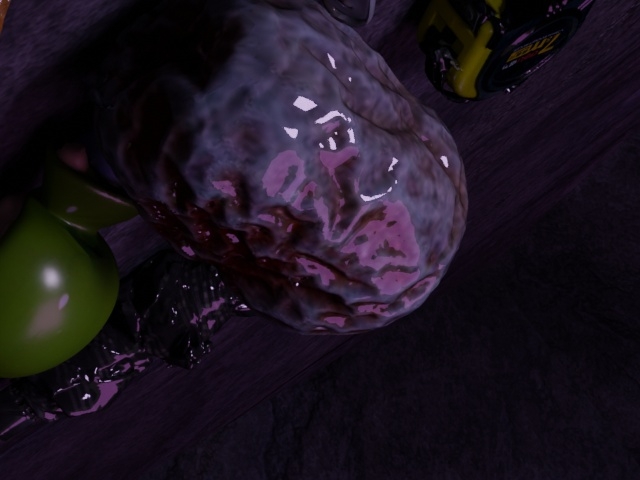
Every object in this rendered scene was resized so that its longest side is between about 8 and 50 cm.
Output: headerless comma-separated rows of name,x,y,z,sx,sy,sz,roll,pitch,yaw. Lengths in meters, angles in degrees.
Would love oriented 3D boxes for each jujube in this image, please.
jujube,-0.029,-0.062,1.429,0.226,0.226,0.317,-39,131,15

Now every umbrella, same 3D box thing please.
umbrella,-0.222,0.121,2.078,0.337,0.128,0.154,-32,172,-10

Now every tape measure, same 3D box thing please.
tape measure,0.177,-0.225,1.888,0.199,0.112,0.186,-25,159,-29

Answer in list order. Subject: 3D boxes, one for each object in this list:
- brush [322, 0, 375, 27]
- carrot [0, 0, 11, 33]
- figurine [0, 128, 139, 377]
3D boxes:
brush,0.046,-0.247,1.507,0.060,0.068,0.297,-57,179,-15
carrot,-0.259,-0.088,1.150,0.205,0.072,0.072,-42,170,3
figurine,-0.216,0.001,1.521,0.263,0.143,0.162,-50,165,9
